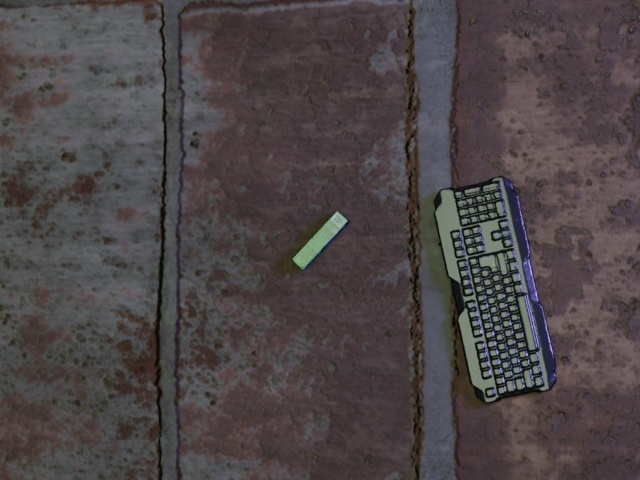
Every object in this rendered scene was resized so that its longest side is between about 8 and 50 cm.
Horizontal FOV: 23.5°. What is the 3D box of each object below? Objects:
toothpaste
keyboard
[{"bbox_3d":[0.000,0.000,1.871,0.020,0.017,0.083,43,92,11],"label":"toothpaste"},{"bbox_3d":[0.205,0.057,1.823,0.106,0.016,0.262,-13,80,9],"label":"keyboard"}]
